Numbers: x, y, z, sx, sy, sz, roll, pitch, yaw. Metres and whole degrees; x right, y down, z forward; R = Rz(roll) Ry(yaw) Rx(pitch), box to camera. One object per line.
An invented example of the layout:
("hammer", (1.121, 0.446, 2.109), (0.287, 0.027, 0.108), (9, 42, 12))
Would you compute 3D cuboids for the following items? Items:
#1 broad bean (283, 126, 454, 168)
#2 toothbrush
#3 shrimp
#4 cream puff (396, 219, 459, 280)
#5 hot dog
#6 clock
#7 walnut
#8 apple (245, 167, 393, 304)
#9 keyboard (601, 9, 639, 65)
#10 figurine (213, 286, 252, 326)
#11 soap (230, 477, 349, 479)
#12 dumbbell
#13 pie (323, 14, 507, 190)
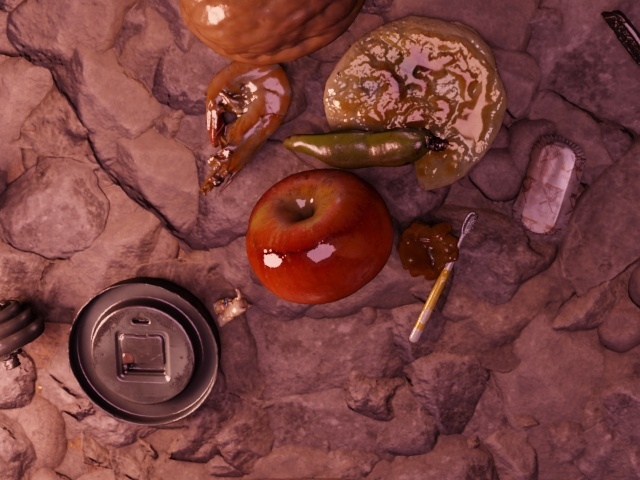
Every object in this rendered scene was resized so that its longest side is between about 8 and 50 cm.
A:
("broad bean", (0.083, -0.165, 1.857), (0.339, 0.061, 0.077), (-1, 136, 25))
("toothbrush", (0.236, 0.075, 1.992), (0.021, 0.024, 0.288), (23, 107, -3))
("shrimp", (-0.168, -0.218, 1.932), (0.152, 0.063, 0.287), (36, 103, -2))
("cream puff", (0.204, 0.012, 1.946), (0.116, 0.094, 0.122), (52, 140, -6))
("hot dog", (0.423, -0.097, 1.906), (0.108, 0.059, 0.191), (19, 111, 14))
("clock", (-0.352, 0.223, 2.078), (0.313, 0.061, 0.312), (2, 106, 6))
("walnut", (-0.086, -0.449, 1.732), (0.344, 0.306, 0.306), (-29, 101, 13))
("apple", (0.000, 0.000, 1.885), (0.272, 0.251, 0.206), (-25, 130, 3))
("keyboard", (0.582, -0.298, 1.806), (0.016, 0.106, 0.262), (-40, 99, 5))
("figurine", (-0.179, 0.131, 2.047), (0.083, 0.047, 0.050), (-33, 85, 21))
("soap", (-0.078, 0.583, 2.033), (0.286, 0.296, 0.107), (-2, 106, 5))
("dumbbell", (-0.680, 0.069, 2.008), (0.179, 0.179, 0.406), (-18, 104, 11))
("pie", (0.173, -0.258, 1.877), (0.338, 0.075, 0.337), (2, 106, 8))
